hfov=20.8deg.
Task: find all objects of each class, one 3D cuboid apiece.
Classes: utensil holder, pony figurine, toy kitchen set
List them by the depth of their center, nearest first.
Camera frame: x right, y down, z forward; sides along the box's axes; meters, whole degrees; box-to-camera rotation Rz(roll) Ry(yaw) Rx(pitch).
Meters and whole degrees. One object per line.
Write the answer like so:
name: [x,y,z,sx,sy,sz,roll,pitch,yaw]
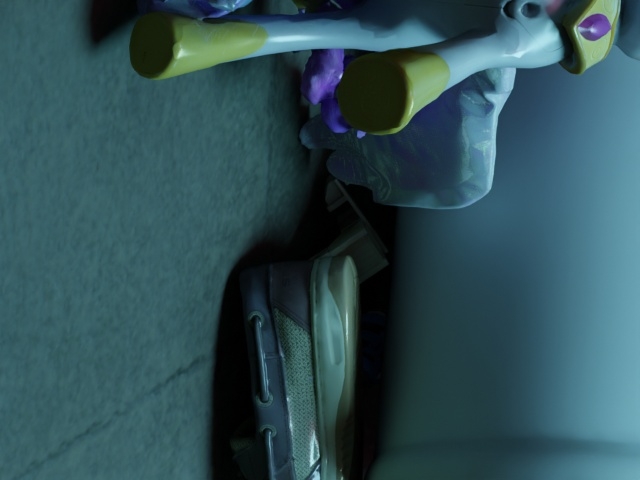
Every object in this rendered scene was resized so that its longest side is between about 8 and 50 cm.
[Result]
pony figurine: [0.071,-0.144,1.063,0.363,0.351,0.303,-6,106,-43]
toy kitchen set: [0.000,0.000,1.292,0.068,0.075,0.083,55,5,-12]
utensil holder: [0.206,0.027,1.304,0.327,0.327,0.385,36,55,-63]

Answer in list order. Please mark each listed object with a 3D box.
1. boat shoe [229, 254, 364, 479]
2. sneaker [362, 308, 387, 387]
boat shoe: [-0.019,0.144,1.253,0.103,0.092,0.285,-65,157,-66]
sneaker: [0.033,0.083,1.369,0.144,0.053,0.059,0,104,-72]
